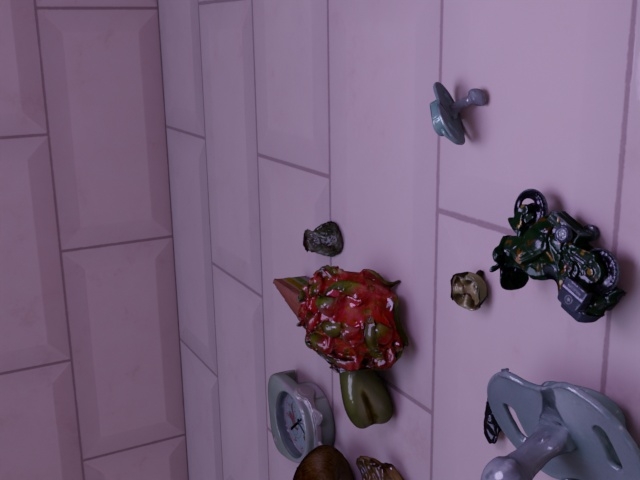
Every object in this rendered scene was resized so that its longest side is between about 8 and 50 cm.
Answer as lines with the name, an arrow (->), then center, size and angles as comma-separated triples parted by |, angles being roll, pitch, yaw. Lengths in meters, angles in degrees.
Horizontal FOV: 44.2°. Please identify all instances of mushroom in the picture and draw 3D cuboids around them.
mushroom -> 0.069, 0.707, 2.167 | 0.331, 0.356, 0.334 | 52, -177, 32

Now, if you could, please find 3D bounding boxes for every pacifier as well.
pacifier -> 0.282, -0.262, 1.587 | 0.116, 0.127, 0.150 | -25, 39, 25
pacifier -> 0.391, 0.380, 1.373 | 0.288, 0.269, 0.343 | 59, 159, -11

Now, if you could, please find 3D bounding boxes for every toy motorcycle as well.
toy motorcycle -> 0.408, 0.045, 1.388 | 0.275, 0.124, 0.187 | 51, 131, 44

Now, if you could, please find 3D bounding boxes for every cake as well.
cake -> -0.044, 0.151, 2.305 | 0.225, 0.109, 0.090 | 50, 140, 45

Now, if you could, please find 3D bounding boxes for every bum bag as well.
bum bag -> 0.363, 0.371, 1.659 | 0.058, 0.034, 0.125 | -135, 43, -70

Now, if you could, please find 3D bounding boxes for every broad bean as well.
broad bean -> 0.095, 0.362, 2.069 | 0.189, 0.121, 0.263 | 70, 176, -55

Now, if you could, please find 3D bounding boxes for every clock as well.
clock -> -0.053, 0.560, 2.446 | 0.324, 0.108, 0.265 | 11, 106, 61

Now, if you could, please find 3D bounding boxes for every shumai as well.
shumai -> 0.000, -0.001, 2.201 | 0.123, 0.087, 0.099 | -29, 70, 60

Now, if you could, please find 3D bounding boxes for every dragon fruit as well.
dragon fruit -> 0.079, 0.196, 1.944 | 0.303, 0.237, 0.231 | 47, 140, 16

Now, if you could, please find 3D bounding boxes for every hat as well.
hat -> 0.315, 0.101, 1.650 | 0.076, 0.059, 0.077 | 20, 122, 42
